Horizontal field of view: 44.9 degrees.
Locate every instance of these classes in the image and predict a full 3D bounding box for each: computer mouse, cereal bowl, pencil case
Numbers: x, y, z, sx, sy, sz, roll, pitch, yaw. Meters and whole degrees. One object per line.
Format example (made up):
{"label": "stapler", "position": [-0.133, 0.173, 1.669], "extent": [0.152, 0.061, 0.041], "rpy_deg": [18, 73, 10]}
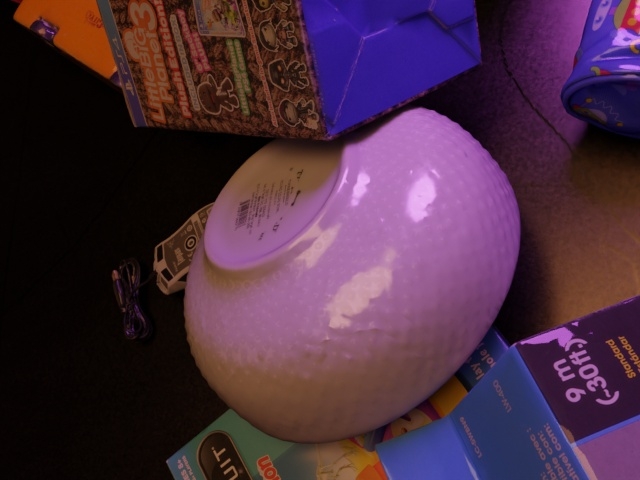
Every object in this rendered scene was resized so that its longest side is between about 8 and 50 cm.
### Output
{"label": "computer mouse", "position": [-0.160, 0.029, 0.900], "extent": [0.193, 0.042, 0.106], "rpy_deg": [-34, 56, 17]}
{"label": "cereal bowl", "position": [0.000, 0.000, 0.705], "extent": [0.339, 0.141, 0.339], "rpy_deg": [-26, 40, 24]}
{"label": "pencil case", "position": [0.326, -0.242, 0.719], "extent": [0.133, 0.119, 0.306], "rpy_deg": [8, 74, 52]}

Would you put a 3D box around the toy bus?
{"label": "toy bus", "position": [-0.260, -0.254, 0.996], "extent": [0.333, 0.130, 0.108], "rpy_deg": [33, 87, 31]}

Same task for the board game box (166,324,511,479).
{"label": "board game box", "position": [0.051, 0.211, 0.710], "extent": [0.336, 0.079, 0.254], "rpy_deg": [-40, 60, 7]}

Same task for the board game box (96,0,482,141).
{"label": "board game box", "position": [-0.032, -0.206, 0.759], "extent": [0.291, 0.141, 0.232], "rpy_deg": [12, 33, 45]}

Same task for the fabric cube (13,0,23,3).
{"label": "fabric cube", "position": [-0.449, -0.515, 1.109], "extent": [0.259, 0.254, 0.258], "rpy_deg": [26, 84, 31]}

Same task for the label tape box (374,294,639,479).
{"label": "label tape box", "position": [0.234, 0.173, 0.538], "extent": [0.334, 0.106, 0.240], "rpy_deg": [-20, 58, -7]}
